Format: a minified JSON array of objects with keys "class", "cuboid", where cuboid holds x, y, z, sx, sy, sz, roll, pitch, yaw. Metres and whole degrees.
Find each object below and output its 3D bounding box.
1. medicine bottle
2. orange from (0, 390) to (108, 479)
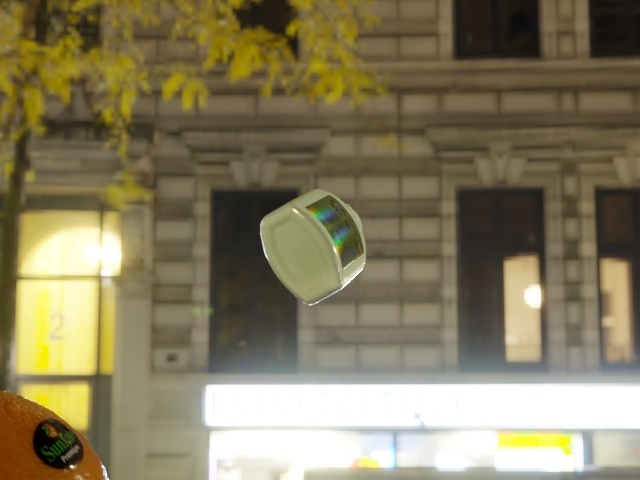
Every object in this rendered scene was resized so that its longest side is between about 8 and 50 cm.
[{"class":"medicine bottle","cuboid":[0.000,0.000,1.654,0.083,0.121,0.229,-31,1,14]},{"class":"orange","cuboid":[-0.238,0.203,0.925,0.206,0.206,0.206,0,-9,0]}]
